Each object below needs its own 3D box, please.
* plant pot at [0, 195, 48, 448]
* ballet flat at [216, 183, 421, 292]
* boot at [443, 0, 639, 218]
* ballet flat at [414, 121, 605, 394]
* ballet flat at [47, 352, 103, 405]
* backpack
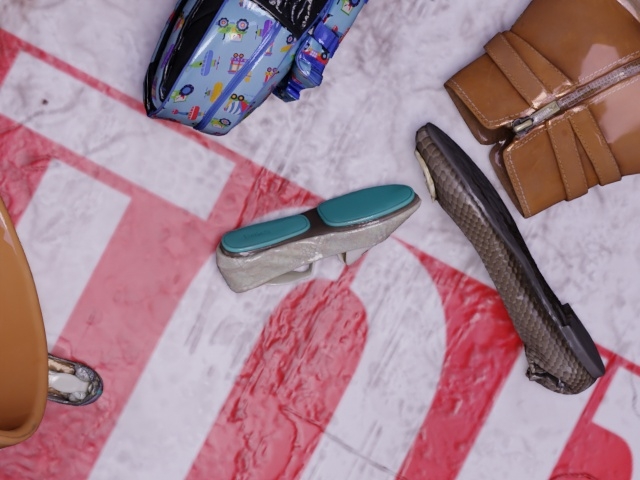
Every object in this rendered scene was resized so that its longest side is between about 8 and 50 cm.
[{"bbox_3d":[-0.347,0.040,1.304,0.203,0.291,0.291,-22,95,9],"label":"plant pot"},{"bbox_3d":[0.000,0.000,1.461,0.168,0.057,0.052,-15,121,-4],"label":"ballet flat"},{"bbox_3d":[0.252,-0.079,1.456,0.220,0.109,0.283,-35,92,-7],"label":"boot"},{"bbox_3d":[0.139,0.019,1.468,0.058,0.084,0.250,-31,100,18],"label":"ballet flat"},{"bbox_3d":[-0.222,0.101,1.429,0.114,0.041,0.041,15,89,-8],"label":"ballet flat"},{"bbox_3d":[-0.055,-0.150,1.386,0.117,0.158,0.173,32,81,-13],"label":"backpack"}]
